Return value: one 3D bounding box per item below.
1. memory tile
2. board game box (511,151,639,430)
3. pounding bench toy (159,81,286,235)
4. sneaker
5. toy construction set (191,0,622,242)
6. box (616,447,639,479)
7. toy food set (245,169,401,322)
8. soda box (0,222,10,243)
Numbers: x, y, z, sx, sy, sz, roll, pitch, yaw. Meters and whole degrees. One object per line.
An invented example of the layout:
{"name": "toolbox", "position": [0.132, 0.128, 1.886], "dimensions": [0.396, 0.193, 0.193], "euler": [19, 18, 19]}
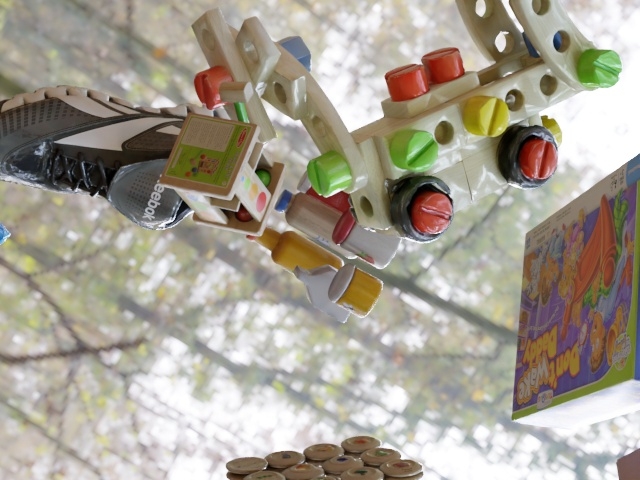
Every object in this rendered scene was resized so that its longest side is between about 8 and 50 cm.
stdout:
{"name": "memory tile", "position": [0.002, 0.194, 1.212], "dimensions": [0.113, 0.148, 0.012], "euler": [-160, -115, -63]}
{"name": "board game box", "position": [0.307, 0.067, 1.539], "dimensions": [0.347, 0.078, 0.233], "euler": [130, -32, -72]}
{"name": "pounding bench toy", "position": [-0.055, -0.054, 0.925], "dimensions": [0.052, 0.065, 0.083], "euler": [12, -111, 25]}
{"name": "sneaker", "position": [-0.148, -0.057, 1.071], "dimensions": [0.106, 0.234, 0.078], "euler": [58, -44, 42]}
{"name": "toy construction set", "position": [0.077, -0.126, 1.040], "dimensions": [0.328, 0.215, 0.151], "euler": [-21, -162, -12]}
{"name": "box", "position": [0.411, 0.283, 1.571], "dimensions": [0.201, 0.021, 0.164], "euler": [-42, -140, 45]}
{"name": "toy food set", "position": [0.000, 0.000, 1.384], "dimensions": [0.111, 0.105, 0.232], "euler": [-60, -170, 4]}
{"name": "soda box", "position": [-0.349, -0.034, 1.186], "dimensions": [0.067, 0.071, 0.210], "euler": [-48, -137, -16]}
